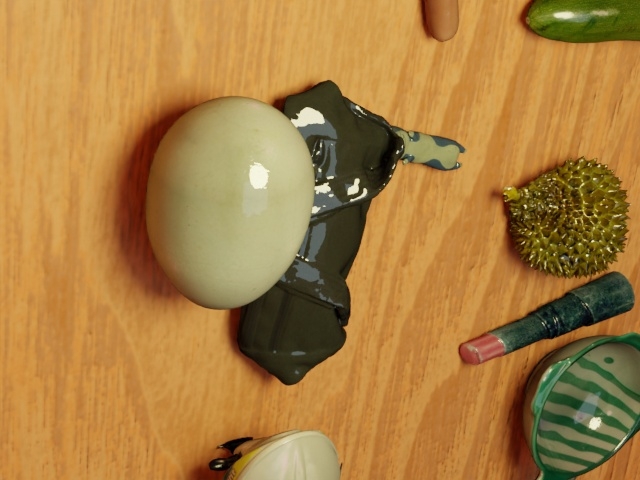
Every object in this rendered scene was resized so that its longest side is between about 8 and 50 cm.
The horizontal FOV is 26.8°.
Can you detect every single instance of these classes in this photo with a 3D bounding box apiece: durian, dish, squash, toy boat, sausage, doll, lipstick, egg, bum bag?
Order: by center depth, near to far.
[{"bbox_3d":[-0.083,-0.031,1.212,0.151,0.151,0.209,-11,130,-32],"label":"egg"},{"bbox_3d":[0.119,-0.238,1.326,0.034,0.034,0.083,-23,125,-25],"label":"sausage"},{"bbox_3d":[0.000,0.000,1.337,0.142,0.080,0.326,0,115,-29],"label":"bum bag"},{"bbox_3d":[0.106,-0.095,1.398,0.125,0.027,0.037,7,102,-38],"label":"doll"},{"bbox_3d":[-0.056,0.289,1.416,0.141,0.141,0.269,-13,122,-31],"label":"toy boat"},{"bbox_3d":[0.330,-0.248,1.453,0.258,0.069,0.069,-7,118,-33],"label":"squash"},{"bbox_3d":[0.282,-0.026,1.519,0.208,0.102,0.146,24,104,-38],"label":"durian"},{"bbox_3d":[0.270,0.095,1.612,0.234,0.053,0.053,-18,123,-23],"label":"lipstick"},{"bbox_3d":[0.311,0.208,1.677,0.224,0.078,0.246,22,99,-41],"label":"dish"}]

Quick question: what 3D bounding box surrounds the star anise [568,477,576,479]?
[{"bbox_3d":[0.306,0.385,1.780,0.180,0.061,0.204,-52,132,-2],"label":"star anise"}]
